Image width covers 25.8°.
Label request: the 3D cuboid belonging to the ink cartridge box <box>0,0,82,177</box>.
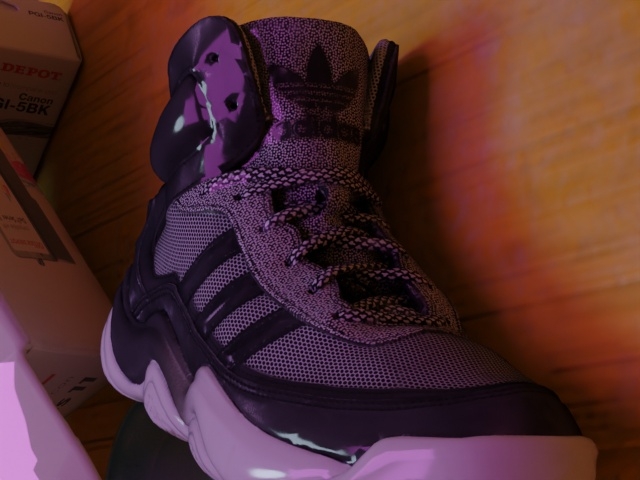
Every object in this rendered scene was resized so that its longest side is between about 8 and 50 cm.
[{"bbox_3d":[-0.215,-0.080,0.844,0.135,0.099,0.056,-60,38,32],"label":"ink cartridge box"}]

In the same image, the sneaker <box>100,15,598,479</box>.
[{"bbox_3d":[0.000,0.000,0.482,0.269,0.101,0.153,17,100,60],"label":"sneaker"}]

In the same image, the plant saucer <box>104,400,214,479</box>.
[{"bbox_3d":[-0.066,0.126,0.638,0.119,0.021,0.119,-16,71,56],"label":"plant saucer"}]

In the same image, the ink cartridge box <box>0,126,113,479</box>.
[{"bbox_3d":[-0.237,0.032,0.695,0.207,0.119,0.353,-37,73,11],"label":"ink cartridge box"}]
